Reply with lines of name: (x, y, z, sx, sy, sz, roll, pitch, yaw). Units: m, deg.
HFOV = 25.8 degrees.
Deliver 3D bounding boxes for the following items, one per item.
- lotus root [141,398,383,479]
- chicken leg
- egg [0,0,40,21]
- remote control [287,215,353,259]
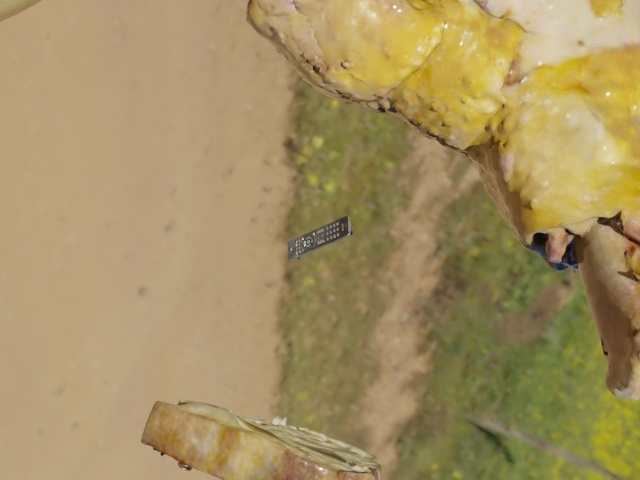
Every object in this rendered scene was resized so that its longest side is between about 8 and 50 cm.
lotus root: (-0.031, 0.224, 1.366, 0.260, 0.170, 0.074, 25, 88, -52)
chicken leg: (0.094, -0.092, 0.845, 0.295, 0.409, 0.182, 7, 145, -37)
egg: (-0.322, -0.285, 1.114, 0.250, 0.322, 0.250, -7, 90, -85)
remote control: (0.000, 0.000, 1.715, 0.016, 0.091, 0.034, 40, 37, -44)
